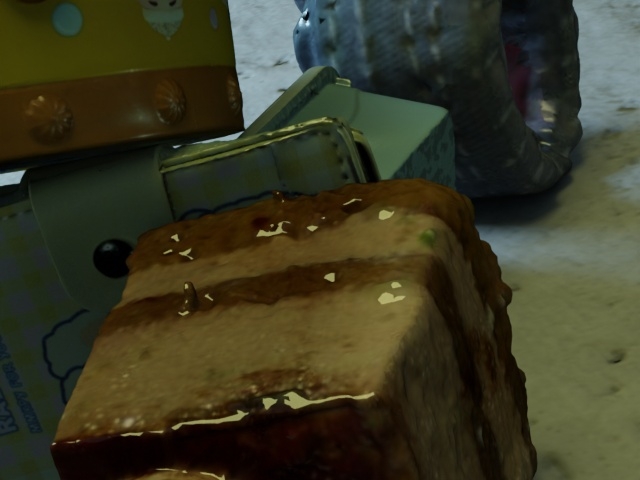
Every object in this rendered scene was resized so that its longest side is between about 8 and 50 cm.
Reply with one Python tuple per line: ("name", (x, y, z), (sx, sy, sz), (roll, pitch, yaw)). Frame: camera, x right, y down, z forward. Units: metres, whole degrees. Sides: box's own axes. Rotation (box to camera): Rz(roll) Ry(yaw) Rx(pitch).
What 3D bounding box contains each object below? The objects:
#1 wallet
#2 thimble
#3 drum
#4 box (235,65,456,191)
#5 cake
("wallet", (-0.099, 0.048, 1.169), (0.309, 0.223, 0.077), (-13, 25, 10))
("thimble", (0.088, -0.144, 1.453), (0.172, 0.236, 0.205), (-3, 33, 28))
("drum", (-0.260, -0.139, 1.217), (0.431, 0.214, 0.431), (-9, 1, 0))
("box", (0.000, 0.000, 1.296), (0.130, 0.162, 0.227), (8, 32, 23))
("cake", (-0.010, 0.114, 0.999), (0.198, 0.196, 0.293), (-7, 24, 15))
